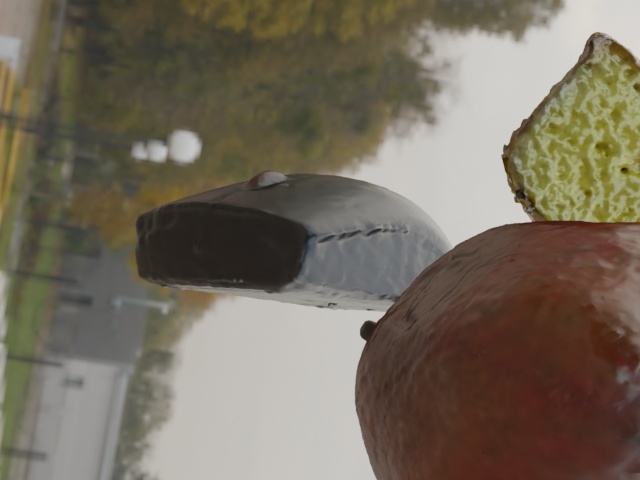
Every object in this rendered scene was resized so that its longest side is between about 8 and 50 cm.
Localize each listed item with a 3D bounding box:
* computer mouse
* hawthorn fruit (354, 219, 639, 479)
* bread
[{"bbox_3d":[0.000,0.000,1.132,0.170,0.269,0.100,-1,-98,37],"label":"computer mouse"},{"bbox_3d":[0.118,0.084,0.727,0.261,0.224,0.224,30,-67,51],"label":"hawthorn fruit"},{"bbox_3d":[0.171,-0.025,0.860,0.103,0.187,0.065,-36,-161,5],"label":"bread"}]
